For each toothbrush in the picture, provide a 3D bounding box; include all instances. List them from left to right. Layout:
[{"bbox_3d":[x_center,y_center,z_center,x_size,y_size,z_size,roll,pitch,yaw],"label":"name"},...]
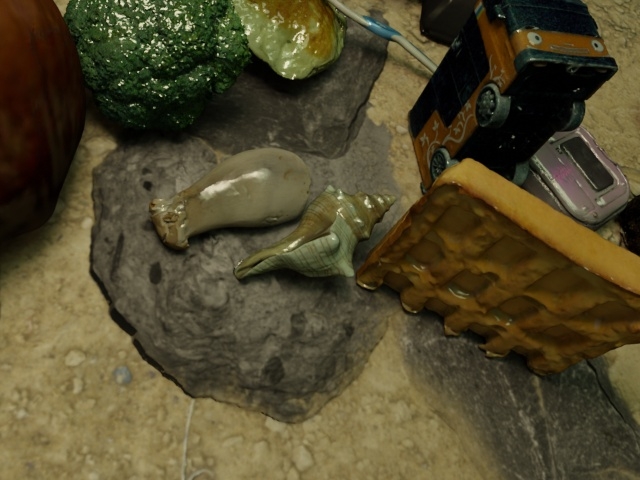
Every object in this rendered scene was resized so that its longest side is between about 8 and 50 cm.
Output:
[{"bbox_3d":[0.107,-0.356,1.079,0.386,0.040,0.040,31,57,-25],"label":"toothbrush"}]

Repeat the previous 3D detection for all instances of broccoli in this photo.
[{"bbox_3d":[-0.227,-0.284,0.899,0.270,0.270,0.270,27,28,-4],"label":"broccoli"}]

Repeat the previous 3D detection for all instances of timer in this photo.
[{"bbox_3d":[0.442,-0.116,1.109,0.191,0.069,0.208,-29,75,-30],"label":"timer"}]

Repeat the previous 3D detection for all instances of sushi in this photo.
[{"bbox_3d":[0.582,-0.010,1.096,0.090,0.078,0.150,8,61,-21],"label":"sushi"}]

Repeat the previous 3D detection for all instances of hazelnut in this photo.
[{"bbox_3d":[-0.463,-0.170,0.664,0.402,0.402,0.429,33,53,0],"label":"hazelnut"}]

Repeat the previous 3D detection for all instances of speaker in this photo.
[{"bbox_3d":[0.321,-0.566,1.224,0.180,0.184,0.388,16,62,-10],"label":"speaker"}]

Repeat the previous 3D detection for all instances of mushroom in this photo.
[{"bbox_3d":[-0.126,-0.064,0.884,0.225,0.093,0.116,-15,91,-29],"label":"mushroom"}]

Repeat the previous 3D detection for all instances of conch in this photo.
[{"bbox_3d":[0.013,0.005,0.881,0.234,0.137,0.114,-46,111,-21],"label":"conch"}]

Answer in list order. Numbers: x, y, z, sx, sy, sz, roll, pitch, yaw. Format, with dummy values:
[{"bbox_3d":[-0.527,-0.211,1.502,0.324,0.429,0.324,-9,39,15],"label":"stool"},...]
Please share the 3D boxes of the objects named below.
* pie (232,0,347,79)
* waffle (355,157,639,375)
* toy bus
[{"bbox_3d":[-0.077,-0.392,1.037,0.274,0.105,0.257,53,43,0],"label":"pie"},{"bbox_3d":[0.248,0.054,0.828,0.348,0.304,0.077,29,59,-5],"label":"waffle"},{"bbox_3d":[0.268,-0.216,0.956,0.162,0.323,0.194,0,62,-18],"label":"toy bus"}]
